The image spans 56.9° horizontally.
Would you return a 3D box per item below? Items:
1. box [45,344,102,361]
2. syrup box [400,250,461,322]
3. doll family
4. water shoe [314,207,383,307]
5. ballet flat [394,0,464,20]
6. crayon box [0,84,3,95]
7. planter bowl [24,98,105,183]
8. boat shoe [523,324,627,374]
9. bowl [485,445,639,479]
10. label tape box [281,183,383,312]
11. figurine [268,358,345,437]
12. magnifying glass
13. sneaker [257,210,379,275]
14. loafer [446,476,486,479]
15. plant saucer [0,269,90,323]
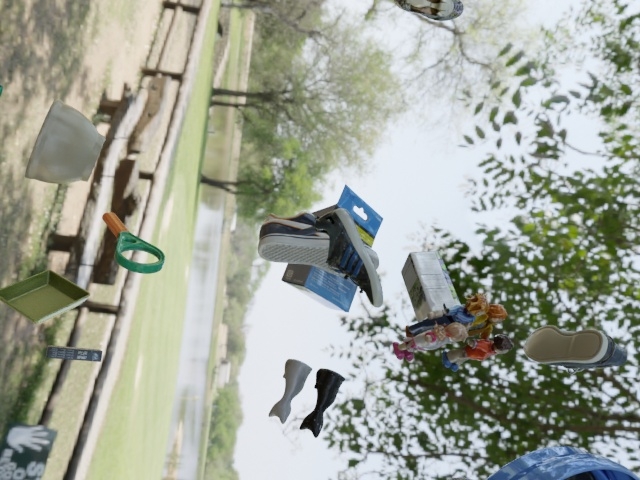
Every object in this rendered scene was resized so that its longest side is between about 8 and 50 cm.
[{"bbox_3d":[-0.401,0.184,0.961,0.067,0.083,0.018,163,-66,-65],"label":"box"},{"bbox_3d":[0.306,0.148,1.626,0.093,0.096,0.236,105,-23,-47],"label":"syrup box"},{"bbox_3d":[0.253,0.154,1.094,0.163,0.263,0.118,-30,-122,34],"label":"doll family"},{"bbox_3d":[0.052,0.041,1.113,0.073,0.080,0.203,77,-10,-77],"label":"water shoe"},{"bbox_3d":[0.170,-0.361,0.907,0.041,0.114,0.041,-174,-90,-78],"label":"ballet flat"},{"bbox_3d":[-0.684,-0.170,1.097,0.165,0.081,0.278,16,-93,54],"label":"crayon box"},{"bbox_3d":[-0.484,-0.176,1.139,0.162,0.109,0.162,-47,-149,40],"label":"planter bowl"},{"bbox_3d":[0.537,0.232,1.263,0.095,0.079,0.254,-67,-168,-19],"label":"boat shoe"},{"bbox_3d":[0.297,0.465,0.814,0.077,0.391,0.391,28,-67,59],"label":"bowl"},{"bbox_3d":[0.044,0.024,1.829,0.106,0.241,0.333,9,-109,41],"label":"label tape box"},{"bbox_3d":[-0.054,0.509,1.914,0.092,0.215,0.209,49,58,-48],"label":"figurine"},{"bbox_3d":[-0.385,0.003,1.183,0.231,0.092,0.026,40,-59,41],"label":"magnifying glass"},{"bbox_3d":[0.000,0.000,1.529,0.126,0.321,0.127,119,-23,-45],"label":"sneaker"},{"bbox_3d":[0.282,0.467,1.082,0.050,0.148,0.056,173,-83,-70],"label":"loafer"},{"bbox_3d":[-0.798,0.170,1.700,0.188,0.188,0.045,-32,140,-53],"label":"plant saucer"}]
